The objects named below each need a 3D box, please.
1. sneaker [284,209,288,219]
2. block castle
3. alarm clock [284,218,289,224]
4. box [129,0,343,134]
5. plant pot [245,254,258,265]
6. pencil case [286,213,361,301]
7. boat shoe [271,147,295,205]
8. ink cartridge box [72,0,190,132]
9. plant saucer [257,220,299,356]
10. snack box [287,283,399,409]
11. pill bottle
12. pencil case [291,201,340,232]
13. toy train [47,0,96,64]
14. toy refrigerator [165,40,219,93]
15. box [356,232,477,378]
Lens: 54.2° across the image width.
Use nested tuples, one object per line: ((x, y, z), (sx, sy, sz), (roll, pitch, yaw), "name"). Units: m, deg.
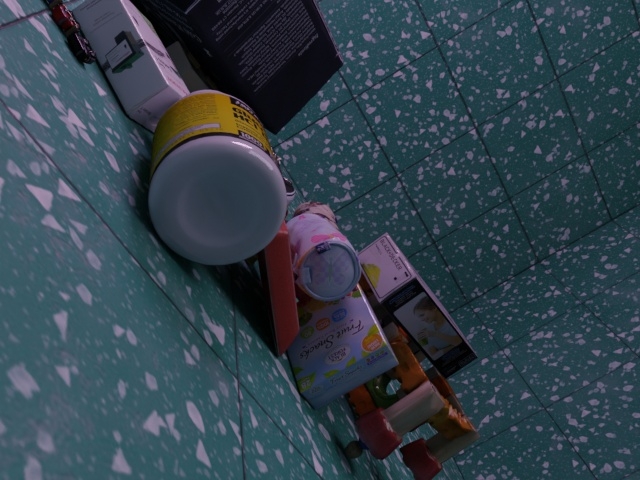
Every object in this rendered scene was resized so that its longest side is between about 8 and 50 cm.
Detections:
((-0.166, -0.129, 1.742), (0.225, 0.088, 0.092), (61, -15, 20), "sneaker")
((0.107, 0.264, 1.314), (0.303, 0.213, 0.453), (46, 10, -47), "block castle")
((-0.125, -0.043, 1.393), (0.129, 0.064, 0.192), (33, -4, -20), "alarm clock")
((-0.256, -0.596, 1.585), (0.480, 0.297, 0.472), (40, -4, 31), "box")
((-0.128, -0.003, 1.282), (0.083, 0.079, 0.083), (58, 4, -7), "plant pot")
((-0.008, 0.027, 1.218), (0.273, 0.124, 0.113), (-123, -170, -73), "pencil case")
((-0.136, -0.156, 1.381), (0.121, 0.119, 0.335), (29, 6, 22), "boat shoe")
((-0.323, -0.312, 1.118), (0.219, 0.093, 0.160), (59, 5, 9), "ink cartridge box")
((-0.084, 0.029, 1.114), (0.259, 0.048, 0.258), (-111, -166, -59), "plant saucer")
((0.026, 0.180, 1.157), (0.070, 0.175, 0.207), (57, 5, -40), "snack box")
((-0.166, -0.120, 0.970), (0.188, 0.188, 0.334), (56, 6, -31), "pill bottle")
((0.000, 0.000, 2.051), (0.183, 0.160, 0.410), (42, 10, -16), "pencil case")
((-0.397, -0.343, 0.968), (0.158, 0.027, 0.036), (60, 16, 5), "toy train")
((-0.311, -0.374, 1.589), (0.102, 0.094, 0.269), (62, 6, 26), "toy refrigerator")
((0.197, 0.137, 1.292), (0.290, 0.087, 0.169), (49, 8, -35), "box")
